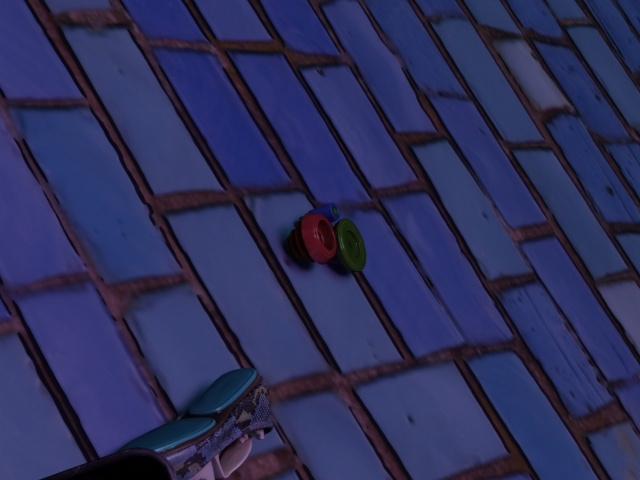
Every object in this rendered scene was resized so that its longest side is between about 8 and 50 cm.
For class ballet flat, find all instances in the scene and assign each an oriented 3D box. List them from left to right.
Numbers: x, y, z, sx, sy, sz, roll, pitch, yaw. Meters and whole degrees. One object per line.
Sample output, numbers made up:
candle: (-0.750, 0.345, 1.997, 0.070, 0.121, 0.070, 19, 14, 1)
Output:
ballet flat: (-0.087, 0.155, 1.324, 0.070, 0.070, 0.188, 53, 35, 4)

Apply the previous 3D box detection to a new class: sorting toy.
sorting toy: (0.000, 0.000, 1.627, 0.102, 0.042, 0.061, 20, 56, -58)

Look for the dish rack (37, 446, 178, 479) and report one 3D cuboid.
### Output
dish rack: (-0.141, 0.275, 0.999, 0.074, 0.208, 0.272, 71, -2, -64)
